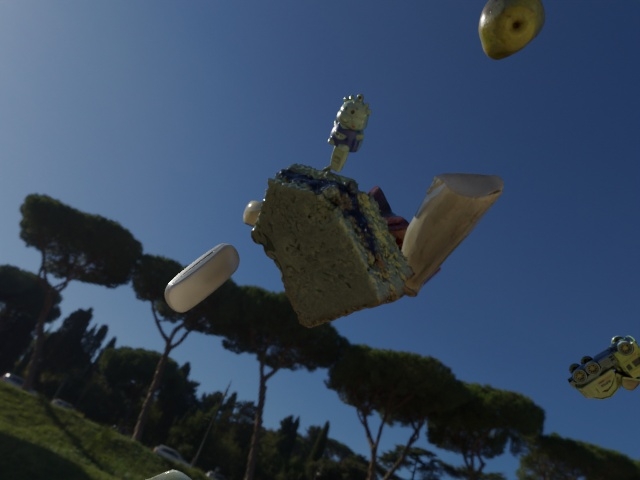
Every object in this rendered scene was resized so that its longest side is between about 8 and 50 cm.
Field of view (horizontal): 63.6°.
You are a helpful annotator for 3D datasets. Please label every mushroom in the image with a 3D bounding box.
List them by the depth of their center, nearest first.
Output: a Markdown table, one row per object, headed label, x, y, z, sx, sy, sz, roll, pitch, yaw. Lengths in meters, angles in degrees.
| label | x | y | z | sx | sy | sz | roll | pitch | yaw |
| --- | --- | --- | --- | --- | --- | --- | --- | --- | --- |
| mushroom | 0.307 | -0.021 | 1.377 | 0.154 | 0.137 | 0.407 | 10 | -53 | -31 |

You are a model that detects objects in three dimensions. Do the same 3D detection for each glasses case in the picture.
| label | x | y | z | sx | sy | sz | roll | pitch | yaw |
| --- | --- | --- | --- | --- | --- | --- | --- | --- | --- |
| glasses case | -0.255 | 0.079 | 1.128 | 0.049 | 0.193 | 0.074 | 13 | -46 | 40 |

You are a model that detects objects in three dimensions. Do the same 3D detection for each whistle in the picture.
| label | x | y | z | sx | sy | sz | roll | pitch | yaw |
| --- | --- | --- | --- | --- | --- | --- | --- | --- | --- |
| whistle | 0.078 | -0.312 | 1.513 | 0.110 | 0.092 | 0.244 | 36 | -58 | 23 |

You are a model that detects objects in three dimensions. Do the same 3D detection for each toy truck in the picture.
| label | x | y | z | sx | sy | sz | roll | pitch | yaw |
| --- | --- | --- | --- | --- | --- | --- | --- | --- | --- |
| toy truck | 0.732 | 0.334 | 1.306 | 0.116 | 0.191 | 0.085 | 54 | 13 | 11 |

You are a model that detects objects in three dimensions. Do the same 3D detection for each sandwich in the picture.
| label | x | y | z | sx | sy | sz | roll | pitch | yaw |
| --- | --- | --- | --- | --- | --- | --- | --- | --- | --- |
| sandwich | 0.000 | 0.000 | 1.035 | 0.262 | 0.131 | 0.325 | -24 | -84 | 46 |

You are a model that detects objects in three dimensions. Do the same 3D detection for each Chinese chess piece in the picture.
| label | x | y | z | sx | sy | sz | roll | pitch | yaw |
| --- | --- | --- | --- | --- | --- | --- | --- | --- | --- |
| Chinese chess piece | -0.179 | -0.074 | 2.087 | 0.273 | 0.102 | 0.273 | 19 | -4 | 1 |

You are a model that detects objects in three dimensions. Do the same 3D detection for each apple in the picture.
| label | x | y | z | sx | sy | sz | roll | pitch | yaw |
| --- | --- | --- | --- | --- | --- | --- | --- | --- | --- |
| apple | 0.261 | 0.002 | 1.736 | 0.295 | 0.328 | 0.365 | -4 | -29 | 27 |

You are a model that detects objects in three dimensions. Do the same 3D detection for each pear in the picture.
| label | x | y | z | sx | sy | sz | roll | pitch | yaw |
| --- | --- | --- | --- | --- | --- | --- | --- | --- | --- |
| pear | 0.379 | -0.450 | 1.052 | 0.104 | 0.141 | 0.141 | 41 | -37 | -21 |

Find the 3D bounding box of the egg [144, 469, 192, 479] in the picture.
| label | x | y | z | sx | sy | sz | roll | pitch | yaw |
| --- | --- | --- | --- | --- | --- | --- | --- | --- | --- |
| egg | -0.371 | 0.728 | 1.190 | 0.278 | 0.336 | 0.278 | -20 | -24 | -10 |
